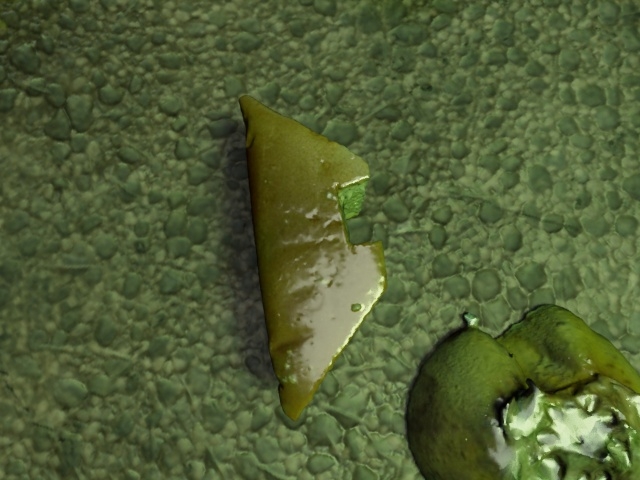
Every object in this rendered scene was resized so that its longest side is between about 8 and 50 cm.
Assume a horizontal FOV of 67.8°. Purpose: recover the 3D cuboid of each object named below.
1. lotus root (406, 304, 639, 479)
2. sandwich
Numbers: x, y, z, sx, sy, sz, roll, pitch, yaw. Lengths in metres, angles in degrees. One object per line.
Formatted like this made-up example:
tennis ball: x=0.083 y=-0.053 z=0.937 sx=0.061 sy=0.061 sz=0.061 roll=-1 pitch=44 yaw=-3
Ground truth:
lotus root: x=0.170 y=0.143 z=0.342 sx=0.203 sy=0.078 sz=0.183 roll=44 pitch=82 yaw=10
sandwich: x=0.000 y=0.000 z=0.364 sx=0.088 sy=0.090 sz=0.245 roll=-10 pitch=77 yaw=3
